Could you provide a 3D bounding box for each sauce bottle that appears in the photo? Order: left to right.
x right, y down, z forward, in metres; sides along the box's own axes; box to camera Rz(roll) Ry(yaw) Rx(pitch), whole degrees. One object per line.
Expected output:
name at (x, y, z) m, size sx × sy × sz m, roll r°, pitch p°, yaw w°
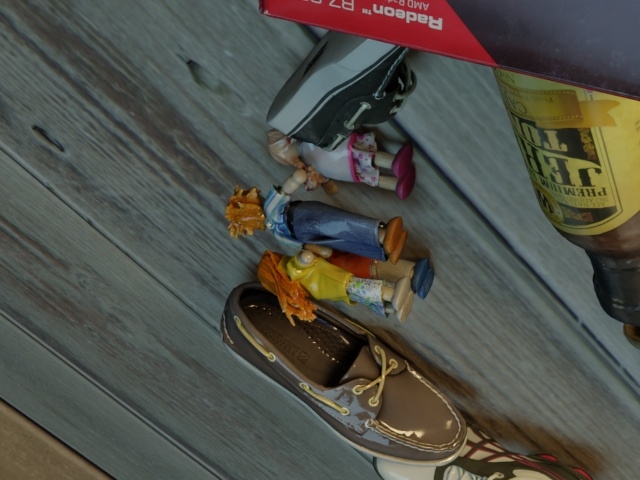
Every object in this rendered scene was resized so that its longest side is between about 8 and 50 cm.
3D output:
sauce bottle at (0.188, -0.066, 0.669) m, size 0.111 × 0.111 × 0.344 m, roll 8°, pitch 144°, yaw 35°

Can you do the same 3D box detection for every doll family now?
doll family at (0.000, 0.000, 0.940) m, size 0.163 × 0.118 × 0.263 m, roll 14°, pitch 147°, yaw 22°

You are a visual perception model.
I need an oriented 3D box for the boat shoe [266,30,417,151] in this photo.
boat shoe at (0.034, -0.127, 0.756) m, size 0.070 × 0.077 × 0.219 m, roll 30°, pitch 156°, yaw -14°

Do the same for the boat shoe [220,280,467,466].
boat shoe at (0.029, 0.152, 1.178) m, size 0.324 × 0.116 × 0.096 m, roll 31°, pitch 155°, yaw 7°

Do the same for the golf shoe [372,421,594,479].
golf shoe at (0.189, 0.279, 1.207) m, size 0.273 × 0.105 × 0.120 m, roll 9°, pitch 180°, yaw 16°

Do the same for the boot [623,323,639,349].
boot at (0.375, 0.081, 0.765) m, size 0.203 × 0.095 × 0.262 m, roll 35°, pitch 156°, yaw -9°

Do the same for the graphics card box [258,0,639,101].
graphics card box at (0.089, -0.241, 0.384) m, size 0.233 × 0.094 × 0.370 m, roll 18°, pitch 132°, yaw 18°
